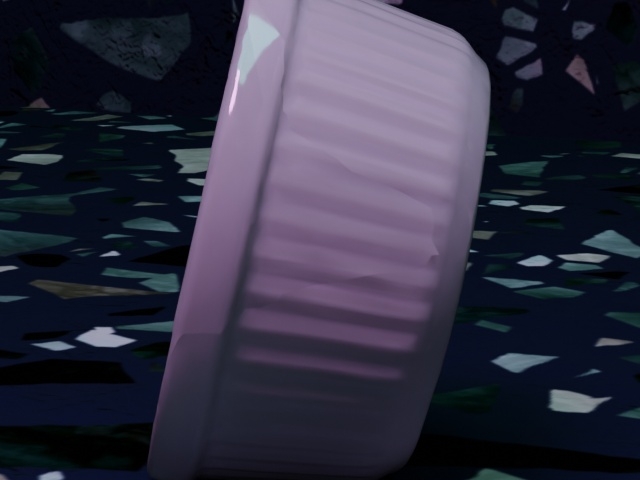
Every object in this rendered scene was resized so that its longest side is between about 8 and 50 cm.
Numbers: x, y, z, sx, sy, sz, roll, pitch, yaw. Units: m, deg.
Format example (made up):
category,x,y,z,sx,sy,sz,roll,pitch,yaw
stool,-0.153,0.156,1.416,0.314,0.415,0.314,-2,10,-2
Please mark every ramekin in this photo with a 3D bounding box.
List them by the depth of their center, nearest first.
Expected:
category,x,y,z,sx,sy,sz,roll,pitch,yaw
ramekin,0.000,0.000,1.001,0.127,0.272,0.273,12,10,-3
